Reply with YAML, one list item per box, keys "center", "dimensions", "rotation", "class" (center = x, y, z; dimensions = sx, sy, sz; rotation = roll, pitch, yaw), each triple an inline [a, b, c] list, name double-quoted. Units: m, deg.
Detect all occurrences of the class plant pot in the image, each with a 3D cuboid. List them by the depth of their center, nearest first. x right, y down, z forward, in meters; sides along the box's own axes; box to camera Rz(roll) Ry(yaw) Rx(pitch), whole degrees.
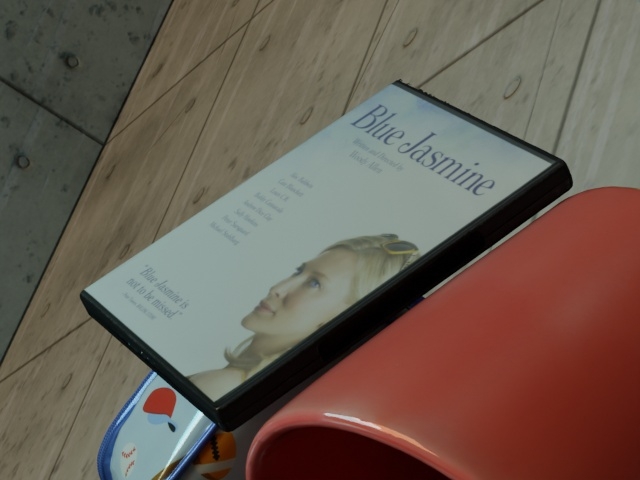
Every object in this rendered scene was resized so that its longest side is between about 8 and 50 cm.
- center: [0.134, 0.117, 1.009]
  dimensions: [0.243, 0.275, 0.275]
  rotation: [-46, 11, -30]
  class: "plant pot"

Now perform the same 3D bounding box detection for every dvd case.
- center: [0.000, 0.000, 1.090]
  dimensions: [0.253, 0.022, 0.180]
  rotation: [-34, 34, -17]
  class: "dvd case"

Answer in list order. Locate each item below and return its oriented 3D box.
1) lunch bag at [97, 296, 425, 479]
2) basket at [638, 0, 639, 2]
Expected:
- center: [0.030, 0.142, 1.191]
  dimensions: [0.243, 0.303, 0.115]
  rotation: [-54, 32, 6]
  class: "lunch bag"
- center: [0.332, -0.272, 1.060]
  dimensions: [0.331, 0.328, 0.266]
  rotation: [-43, 19, 38]
  class: "basket"
